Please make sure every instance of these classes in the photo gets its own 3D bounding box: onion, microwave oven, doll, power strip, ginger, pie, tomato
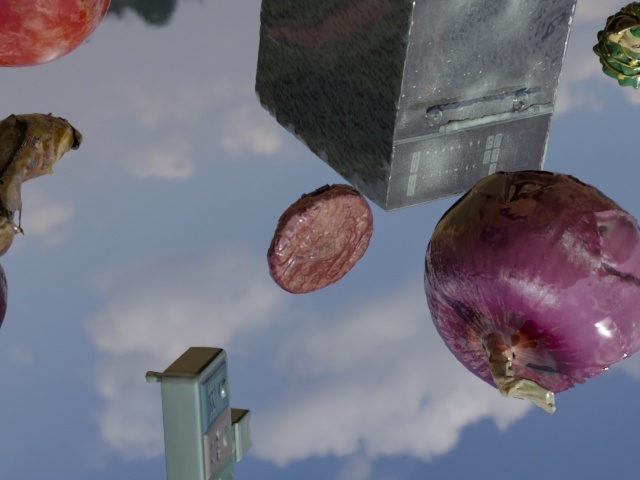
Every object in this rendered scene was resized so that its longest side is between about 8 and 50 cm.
[{"bbox_3d":[0.177,0.029,1.308,0.200,0.201,0.207,-20,-177,-6],"label":"onion"},{"bbox_3d":[0.108,-0.311,1.803,0.236,0.432,0.374,-12,-145,-29],"label":"microwave oven"},{"bbox_3d":[0.307,-0.213,1.529,0.078,0.077,0.113,-23,146,-7],"label":"doll"},{"bbox_3d":[-0.111,0.206,1.503,0.061,0.216,0.145,3,-165,16],"label":"power strip"},{"bbox_3d":[-0.410,-0.068,1.999,0.133,0.107,0.309,8,-141,11],"label":"ginger"},{"bbox_3d":[0.000,0.000,2.204,0.182,0.182,0.049,-24,-131,-27],"label":"pie"},{"bbox_3d":[-0.239,-0.217,1.128,0.187,0.187,0.151,-18,160,2],"label":"tomato"}]

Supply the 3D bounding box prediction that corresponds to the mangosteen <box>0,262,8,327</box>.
[{"bbox_3d":[-0.364,0.053,1.474,0.140,0.140,0.140,-18,-170,3],"label":"mangosteen"}]
